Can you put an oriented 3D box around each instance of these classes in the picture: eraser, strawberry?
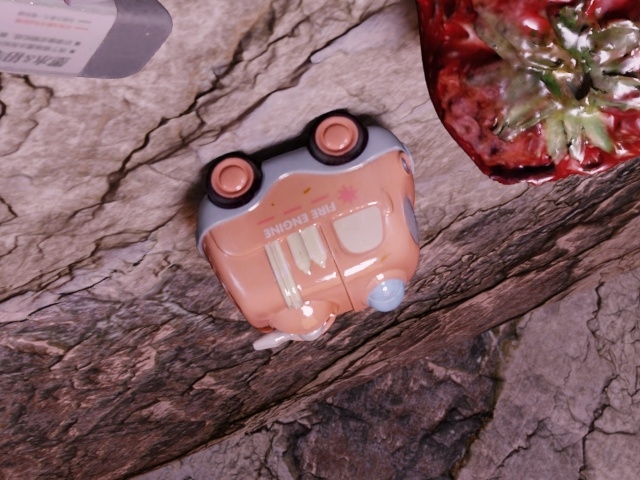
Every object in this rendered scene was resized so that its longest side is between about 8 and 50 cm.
[{"bbox_3d":[-0.270,-0.169,0.759,0.351,0.061,0.089,-2,150,-43],"label":"eraser"},{"bbox_3d":[0.213,-0.190,0.964,0.274,0.274,0.220,-36,-170,32],"label":"strawberry"}]

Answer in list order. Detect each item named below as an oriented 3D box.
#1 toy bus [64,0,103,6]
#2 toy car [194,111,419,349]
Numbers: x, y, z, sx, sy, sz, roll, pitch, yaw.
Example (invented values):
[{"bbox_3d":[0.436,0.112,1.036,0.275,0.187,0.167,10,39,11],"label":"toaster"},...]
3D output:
[{"bbox_3d":[-0.114,-0.220,0.777,0.172,0.072,0.057,-15,154,-20],"label":"toy bus"},{"bbox_3d":[0.000,0.000,1.226,0.270,0.213,0.180,-22,159,0],"label":"toy car"}]
